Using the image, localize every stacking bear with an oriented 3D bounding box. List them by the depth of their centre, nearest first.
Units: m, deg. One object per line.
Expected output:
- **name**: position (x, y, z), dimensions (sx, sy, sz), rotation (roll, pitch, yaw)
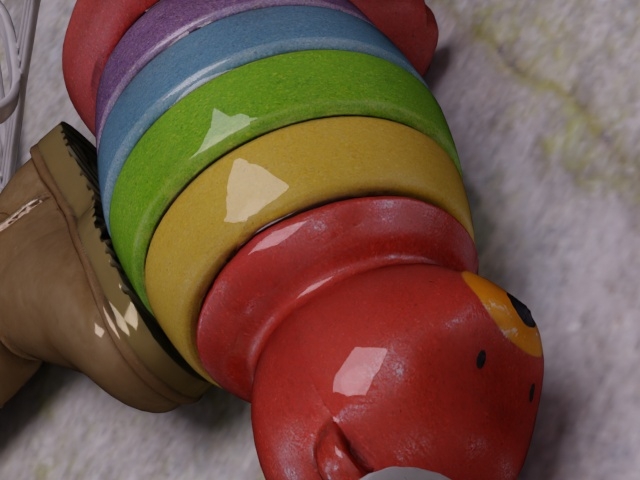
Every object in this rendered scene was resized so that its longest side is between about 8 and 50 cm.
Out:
- **stacking bear**: position (0.000, 0.000, 0.768), dimensions (0.164, 0.175, 0.289), rotation (-34, 48, 12)

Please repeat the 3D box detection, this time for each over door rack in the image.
- **over door rack**: position (-0.197, -0.188, 1.037), dimensions (0.239, 0.108, 0.324), rotation (111, 164, -49)

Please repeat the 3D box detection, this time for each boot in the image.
- **boot**: position (-0.183, 0.089, 0.910), dimensions (0.269, 0.089, 0.236), rotation (-43, 29, 5)

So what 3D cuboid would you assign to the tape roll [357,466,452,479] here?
- **tape roll**: position (0.048, 0.201, 0.450), dimensions (0.100, 0.286, 0.286), rotation (-35, 41, 15)
